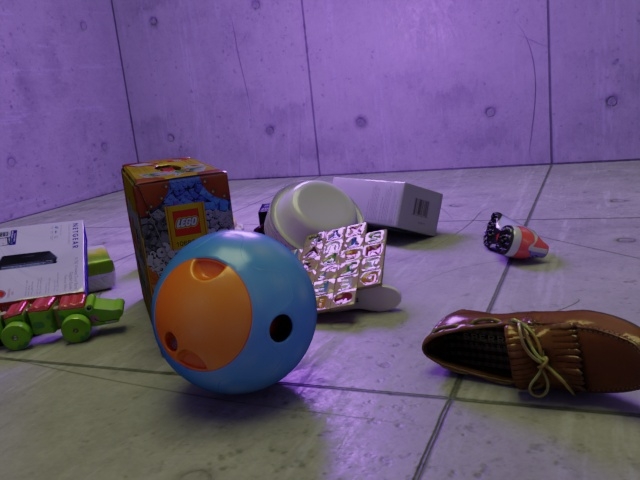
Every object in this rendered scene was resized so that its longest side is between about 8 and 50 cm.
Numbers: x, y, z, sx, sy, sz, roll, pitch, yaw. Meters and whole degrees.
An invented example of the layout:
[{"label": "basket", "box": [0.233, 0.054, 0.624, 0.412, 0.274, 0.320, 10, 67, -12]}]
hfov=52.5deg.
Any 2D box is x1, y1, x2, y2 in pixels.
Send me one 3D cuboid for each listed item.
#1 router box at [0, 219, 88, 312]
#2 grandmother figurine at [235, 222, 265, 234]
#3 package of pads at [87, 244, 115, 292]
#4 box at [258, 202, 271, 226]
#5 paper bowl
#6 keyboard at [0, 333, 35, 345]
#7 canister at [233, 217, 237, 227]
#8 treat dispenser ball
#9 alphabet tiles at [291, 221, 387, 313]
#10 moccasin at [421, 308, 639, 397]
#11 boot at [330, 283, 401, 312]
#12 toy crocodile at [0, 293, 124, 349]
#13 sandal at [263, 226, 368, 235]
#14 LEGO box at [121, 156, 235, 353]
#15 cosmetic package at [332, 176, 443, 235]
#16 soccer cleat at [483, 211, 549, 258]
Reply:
[{"label": "router box", "box": [-0.793, 0.084, 1.764, 0.301, 0.082, 0.335, -8, 38, -16]}, {"label": "grandmother figurine", "box": [-0.152, -0.033, 2.258, 0.342, 0.104, 0.208, -14, -24, -15]}, {"label": "package of pads", "box": [-0.779, 0.101, 1.956, 0.296, 0.101, 0.229, -11, 15, -21]}, {"label": "box", "box": [-0.098, -0.093, 2.489, 0.261, 0.103, 0.184, -6, 10, 1]}, {"label": "paper bowl", "box": [-0.009, -0.058, 1.858, 0.284, 0.148, 0.284, 10, 50, -12]}, {"label": "keyboard", "box": [-0.732, 0.220, 1.599, 0.192, 0.038, 0.100, -14, 39, -36]}, {"label": "canister", "box": [-0.396, -0.042, 2.463, 0.126, 0.073, 0.170, -3, 12, 11]}, {"label": "treat dispenser ball", "box": [-0.150, 0.124, 1.144, 0.288, 0.288, 0.288, -6, 13, 1]}, {"label": "alphabet tiles", "box": [0.019, 0.066, 1.582, 0.285, 0.011, 0.342, -12, 31, 17]}, {"label": "moccasin", "box": [0.333, 0.175, 1.037, 0.380, 0.139, 0.147, 7, 19, 44]}, {"label": "boot", "box": [0.099, 0.122, 1.525, 0.190, 0.069, 0.086, -3, 19, 15]}, {"label": "toy crocodile", "box": [-0.632, 0.176, 1.518, 0.340, 0.105, 0.115, -7, 23, -5]}, {"label": "sandal", "box": [0.003, 0.000, 2.081, 0.167, 0.107, 0.445, 4, 4, 41]}, {"label": "LEGO box", "box": [-0.341, 0.006, 1.562, 0.193, 0.372, 0.500, -10, 14, -18]}, {"label": "cosmetic package", "box": [0.213, -0.121, 2.226, 0.197, 0.155, 0.365, 11, -1, -37]}, {"label": "soccer cleat", "box": [0.550, -0.007, 1.862, 0.116, 0.109, 0.318, 16, 10, -2]}]
